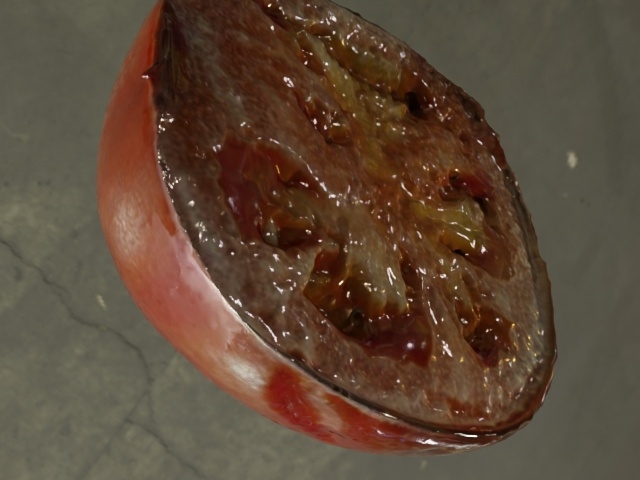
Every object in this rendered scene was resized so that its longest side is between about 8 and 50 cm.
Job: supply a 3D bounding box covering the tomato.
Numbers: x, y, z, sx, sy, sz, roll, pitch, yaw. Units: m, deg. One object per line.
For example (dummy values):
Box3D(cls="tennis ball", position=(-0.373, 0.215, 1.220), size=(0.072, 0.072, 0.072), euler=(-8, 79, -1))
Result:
Box3D(cls="tomato", position=(-0.007, 0.001, 0.691), size=(0.338, 0.338, 0.143), euler=(-6, 154, -48))
